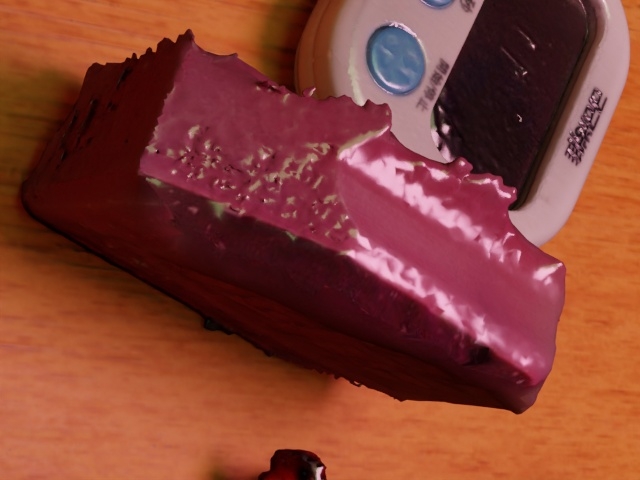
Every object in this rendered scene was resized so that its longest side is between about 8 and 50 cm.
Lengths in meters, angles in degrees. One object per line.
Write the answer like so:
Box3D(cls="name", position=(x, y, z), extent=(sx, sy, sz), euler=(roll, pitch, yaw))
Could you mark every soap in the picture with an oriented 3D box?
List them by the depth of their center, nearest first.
Box3D(cls="soap", position=(0.000, 0.000, 1.236), extent=(0.325, 0.220, 0.127), euler=(29, 74, -32))

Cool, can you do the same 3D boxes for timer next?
Box3D(cls="timer", position=(0.101, -0.127, 1.416), extent=(0.237, 0.087, 0.262), euler=(40, 60, -26))

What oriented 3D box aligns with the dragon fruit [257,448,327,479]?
Box3D(cls="dragon fruit", position=(-0.021, 0.226, 1.241), extent=(0.092, 0.122, 0.192), euler=(1, 83, -23))
